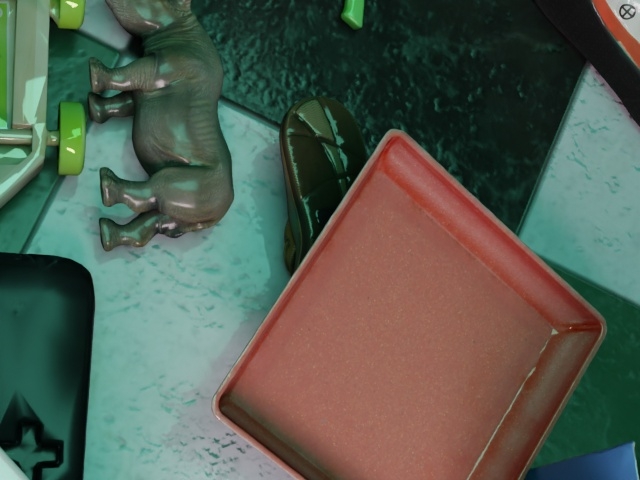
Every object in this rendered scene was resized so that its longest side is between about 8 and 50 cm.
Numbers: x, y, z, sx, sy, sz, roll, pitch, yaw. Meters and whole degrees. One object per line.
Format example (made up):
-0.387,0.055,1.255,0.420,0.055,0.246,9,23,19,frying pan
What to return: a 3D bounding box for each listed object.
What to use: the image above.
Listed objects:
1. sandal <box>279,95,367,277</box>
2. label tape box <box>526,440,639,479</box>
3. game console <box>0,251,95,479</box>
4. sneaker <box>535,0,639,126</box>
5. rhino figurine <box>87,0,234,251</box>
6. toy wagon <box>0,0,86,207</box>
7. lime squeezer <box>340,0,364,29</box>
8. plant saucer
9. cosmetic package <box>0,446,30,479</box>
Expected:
0.000,0.000,1.250,0.090,0.060,0.219,-9,88,-29,sandal
0.160,0.323,1.124,0.106,0.240,0.334,-6,78,-12,label tape box
-0.362,0.162,1.134,0.386,0.060,0.342,5,77,-13,game console
0.276,-0.215,1.352,0.145,0.090,0.270,-38,92,-19,sneaker
-0.126,-0.115,1.244,0.106,0.073,0.243,-4,77,-13,rhino figurine
-0.312,-0.174,1.217,0.267,0.068,0.344,2,76,-13,toy wagon
0.071,-0.332,1.347,0.110,0.059,0.310,34,72,-4,lime squeezer
0.067,0.092,1.221,0.259,0.048,0.258,41,71,-23,plant saucer
-0.269,0.182,1.024,0.365,0.197,0.155,46,70,4,cosmetic package
